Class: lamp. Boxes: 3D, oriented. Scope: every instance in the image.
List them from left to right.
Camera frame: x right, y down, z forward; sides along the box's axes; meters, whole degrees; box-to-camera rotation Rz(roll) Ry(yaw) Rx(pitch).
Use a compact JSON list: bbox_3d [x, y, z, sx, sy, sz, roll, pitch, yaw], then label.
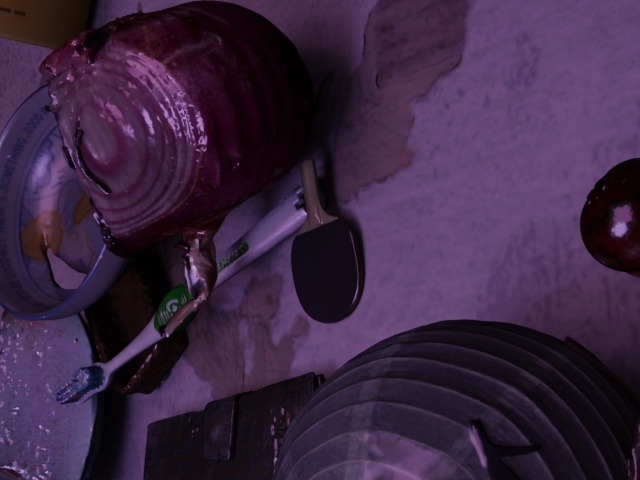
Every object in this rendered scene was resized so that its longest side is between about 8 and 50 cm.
[{"bbox_3d":[0.094,0.163,0.727,0.265,0.233,0.233,-61,40,33],"label":"lamp"}]

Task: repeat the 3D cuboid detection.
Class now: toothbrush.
[{"bbox_3d":[-0.141,0.065,1.174,0.418,0.040,0.042,-37,70,27],"label":"toothbrush"}]

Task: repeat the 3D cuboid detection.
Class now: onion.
[{"bbox_3d":[-0.116,-0.117,1.069,0.230,0.272,0.256,-25,29,21],"label":"onion"}]

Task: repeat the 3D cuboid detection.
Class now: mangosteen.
[{"bbox_3d":[0.211,-0.015,0.729,0.081,0.081,0.081,-16,70,52],"label":"mangosteen"}]

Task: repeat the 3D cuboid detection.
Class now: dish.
[{"bbox_3d":[-0.264,-0.036,1.284,0.273,0.133,0.274,-12,71,41],"label":"dish"}]

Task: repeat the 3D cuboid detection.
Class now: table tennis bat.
[{"bbox_3d":[0.000,0.000,1.046,0.087,0.013,0.157,-20,75,45],"label":"table tennis bat"}]

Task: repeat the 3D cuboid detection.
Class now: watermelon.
[{"bbox_3d":[-0.384,0.197,1.385,0.289,0.213,0.320,-22,79,63],"label":"watermelon"}]

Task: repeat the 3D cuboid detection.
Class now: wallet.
[{"bbox_3d":[-0.086,0.238,1.106,0.317,0.044,0.169,-23,63,49],"label":"wallet"}]

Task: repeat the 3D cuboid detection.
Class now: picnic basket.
[{"bbox_3d":[-0.219,0.089,1.311,0.110,0.054,0.193,-53,43,23],"label":"picnic basket"}]

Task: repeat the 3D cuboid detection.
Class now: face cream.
[{"bbox_3d":[-0.423,-0.373,1.556,0.218,0.218,0.179,25,104,53],"label":"face cream"}]
